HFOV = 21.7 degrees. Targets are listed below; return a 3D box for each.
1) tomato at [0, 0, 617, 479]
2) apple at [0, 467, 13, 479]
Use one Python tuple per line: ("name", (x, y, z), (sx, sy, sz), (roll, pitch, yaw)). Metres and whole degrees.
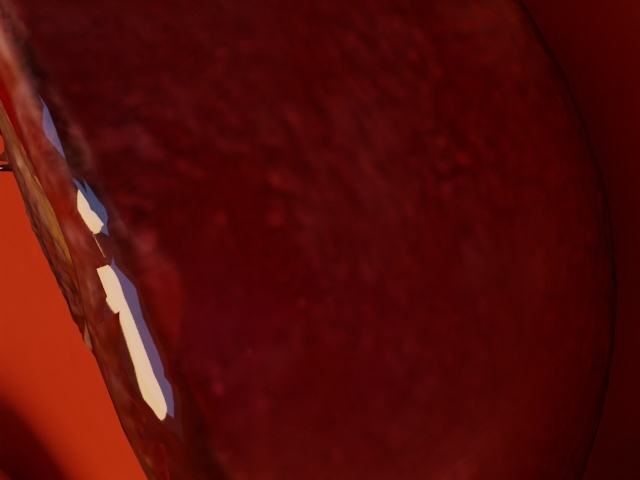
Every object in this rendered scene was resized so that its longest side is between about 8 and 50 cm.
("tomato", (0.003, -0.005, 0.519), (0.309, 0.170, 0.309), (60, 171, 15))
("apple", (-0.243, 0.219, 0.859), (0.241, 0.242, 0.242), (62, 142, 26))
